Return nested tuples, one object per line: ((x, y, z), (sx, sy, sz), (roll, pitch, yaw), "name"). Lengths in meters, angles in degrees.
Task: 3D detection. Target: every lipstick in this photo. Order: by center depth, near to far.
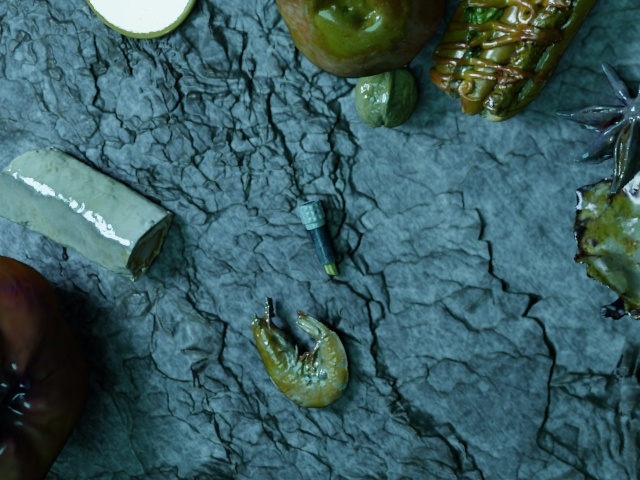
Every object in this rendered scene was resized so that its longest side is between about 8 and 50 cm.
((0.000, 0.000, 1.578), (0.037, 0.037, 0.116), (-12, 103, 28), "lipstick")

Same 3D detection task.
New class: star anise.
((0.389, -0.136, 1.319), (0.204, 0.061, 0.180), (-17, 62, 30), "star anise")

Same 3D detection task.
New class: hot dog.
((0.250, -0.305, 1.327), (0.158, 0.117, 0.349), (35, 116, 14), "hot dog")

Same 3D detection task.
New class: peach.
((0.033, -0.315, 1.359), (0.214, 0.235, 0.214), (-35, 45, 44), "peach")

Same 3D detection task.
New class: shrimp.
((-0.029, 0.163, 1.633), (0.132, 0.051, 0.187), (-35, 95, 17), "shrimp")

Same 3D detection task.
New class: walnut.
((0.087, -0.192, 1.457), (0.092, 0.092, 0.092), (7, 107, 24), "walnut")

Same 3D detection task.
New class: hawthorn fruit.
((-0.617, 0.222, 1.706), (0.472, 0.472, 0.471), (7, 107, 24), "hawthorn fruit")

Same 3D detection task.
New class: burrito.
((-0.384, -0.048, 1.710), (0.299, 0.105, 0.143), (26, 117, 15), "burrito")

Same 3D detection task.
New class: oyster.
((0.475, -0.023, 1.291), (0.361, 0.096, 0.221), (-15, 62, 24), "oyster")

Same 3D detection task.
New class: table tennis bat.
((-0.309, -0.431, 1.600), (0.321, 0.050, 0.198), (39, 116, 7), "table tennis bat")
